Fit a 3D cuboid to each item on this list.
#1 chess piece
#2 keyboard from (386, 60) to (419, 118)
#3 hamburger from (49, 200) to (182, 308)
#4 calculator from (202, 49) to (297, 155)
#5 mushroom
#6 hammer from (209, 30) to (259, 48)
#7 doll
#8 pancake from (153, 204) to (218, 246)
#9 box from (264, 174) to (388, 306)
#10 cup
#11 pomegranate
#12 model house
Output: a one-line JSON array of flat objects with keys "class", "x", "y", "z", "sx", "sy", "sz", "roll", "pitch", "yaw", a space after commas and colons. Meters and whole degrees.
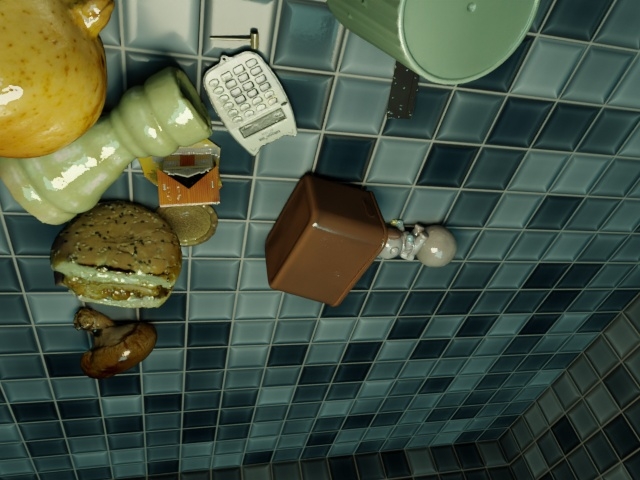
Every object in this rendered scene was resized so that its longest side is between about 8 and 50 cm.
[{"class": "chess piece", "x": -0.480, "y": -0.228, "z": 1.158, "sx": 0.442, "sy": 0.234, "sz": 0.234, "roll": -26, "pitch": 135, "yaw": 4}, {"class": "keyboard", "x": 0.219, "y": -0.418, "z": 1.281, "sx": 0.072, "sy": 0.023, "sz": 0.231, "roll": 0, "pitch": 134, "yaw": -5}, {"class": "hamburger", "x": -0.543, "y": 0.035, "z": 1.349, "sx": 0.318, "sy": 0.277, "sz": 0.195, "roll": 8, "pitch": 136, "yaw": -23}, {"class": "calculator", "x": -0.173, "y": -0.342, "z": 1.238, "sx": 0.177, "sy": 0.040, "sz": 0.268, "roll": -23, "pitch": 135, "yaw": 8}, {"class": "mushroom", "x": -0.681, "y": 0.344, "z": 1.692, "sx": 0.267, "sy": 0.267, "sz": 0.255, "roll": 0, "pitch": 100, "yaw": -15}, {"class": "hammer", "x": -0.195, "y": -0.456, "z": 1.134, "sx": 0.110, "sy": 0.019, "sz": 0.035, "roll": -3, "pitch": 135, "yaw": -9}, {"class": "doll", "x": 0.303, "y": 0.014, "z": 1.655, "sx": 0.287, "sy": 0.151, "sz": 0.151, "roll": 4, "pitch": 133, "yaw": -13}, {"class": "pancake", "x": -0.401, "y": -0.052, "z": 1.481, "sx": 0.199, "sy": 0.021, "sz": 0.199, "roll": -7, "pitch": 134, "yaw": -7}, {"class": "box", "x": 0.000, "y": 0.000, "z": 1.489, "sx": 0.229, "sy": 0.239, "sz": 0.339, "roll": 16, "pitch": 129, "yaw": -24}, {"class": "cup", "x": 0.189, "y": -0.525, "z": 0.914, "sx": 0.310, "sy": 0.392, "sz": 0.401, "roll": -14, "pitch": 131, "yaw": -10}, {"class": "pomegranate", "x": -0.556, "y": -0.349, "z": 0.902, "sx": 0.410, "sy": 0.410, "sz": 0.410, "roll": -8, "pitch": 136, "yaw": -8}, {"class": "model house", "x": -0.365, "y": -0.154, "z": 1.305, "sx": 0.219, "sy": 0.136, "sz": 0.207, "roll": -4, "pitch": 137, "yaw": -11}]
